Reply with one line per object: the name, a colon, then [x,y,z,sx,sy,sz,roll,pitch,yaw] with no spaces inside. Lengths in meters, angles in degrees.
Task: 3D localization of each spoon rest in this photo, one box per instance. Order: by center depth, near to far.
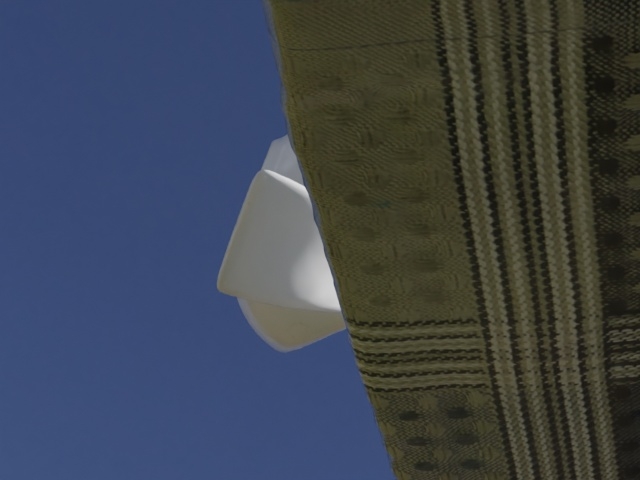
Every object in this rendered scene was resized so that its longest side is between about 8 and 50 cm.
spoon rest: [0.000,0.000,0.898,0.084,0.276,0.137,21,-85,-1]

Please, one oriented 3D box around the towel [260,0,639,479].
towel: [0.159,-0.001,0.578,0.312,0.056,0.324,-4,-37,9]
